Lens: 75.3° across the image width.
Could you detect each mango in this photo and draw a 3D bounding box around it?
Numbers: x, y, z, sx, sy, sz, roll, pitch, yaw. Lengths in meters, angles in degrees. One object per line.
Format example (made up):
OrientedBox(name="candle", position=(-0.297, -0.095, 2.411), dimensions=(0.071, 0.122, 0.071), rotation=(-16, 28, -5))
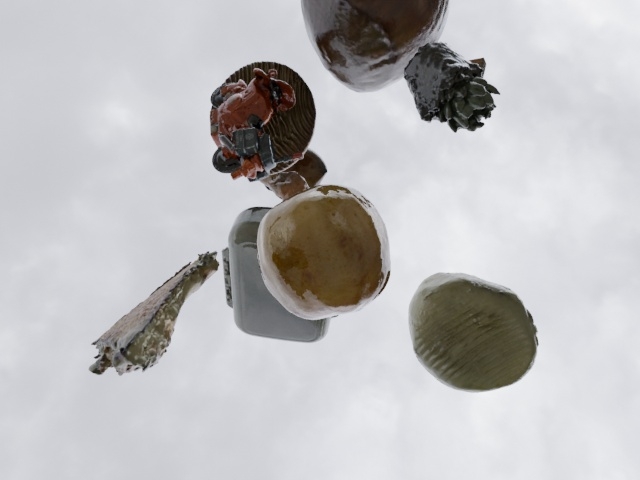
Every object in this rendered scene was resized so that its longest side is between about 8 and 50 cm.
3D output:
OrientedBox(name="mango", position=(-0.122, -0.269, 1.544), dimensions=(0.286, 0.152, 0.202), rotation=(10, -101, -12))

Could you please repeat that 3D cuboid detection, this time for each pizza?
OrientedBox(name="pizza", position=(-0.169, 0.088, 0.425), dimensions=(0.185, 0.195, 0.052), rotation=(-43, -75, -5))

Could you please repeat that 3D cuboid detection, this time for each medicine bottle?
OrientedBox(name="medicine bottle", position=(-0.083, 0.093, 0.973), dimensions=(0.281, 0.376, 0.123), rotation=(9, -139, 1))

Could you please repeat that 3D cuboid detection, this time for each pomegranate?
OrientedBox(name="pomegranate", position=(0.008, 0.015, 0.597), dimensions=(0.206, 0.207, 0.208), rotation=(5, -108, -14))

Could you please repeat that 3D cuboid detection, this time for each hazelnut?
OrientedBox(name="hazelnut", position=(0.144, -0.612, 1.072), dimensions=(0.419, 0.352, 0.422), rotation=(-10, -66, -23))

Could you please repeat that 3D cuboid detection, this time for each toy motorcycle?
OrientedBox(name="toy motorcycle", position=(-0.163, -0.293, 1.022), dimensions=(0.221, 0.148, 0.326), rotation=(-13, -120, 4))

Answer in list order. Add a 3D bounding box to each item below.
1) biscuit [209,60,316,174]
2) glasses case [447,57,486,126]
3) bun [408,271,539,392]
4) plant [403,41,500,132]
OrientedBox(name="biscuit", position=(-0.163, -0.341, 1.163), dimensions=(0.317, 0.040, 0.319), rotation=(1, -86, 13))
OrientedBox(name="glasses case", position=(0.454, -0.455, 1.287), dimensions=(0.049, 0.075, 0.219), rotation=(30, -109, -49))
OrientedBox(name="bun", position=(0.422, 0.262, 1.196), dimensions=(0.361, 0.234, 0.327), rotation=(27, -86, 11))
OrientedBox(name="plant", position=(0.265, -0.310, 0.860), dimensions=(0.132, 0.129, 0.195), rotation=(-14, -119, -33))
